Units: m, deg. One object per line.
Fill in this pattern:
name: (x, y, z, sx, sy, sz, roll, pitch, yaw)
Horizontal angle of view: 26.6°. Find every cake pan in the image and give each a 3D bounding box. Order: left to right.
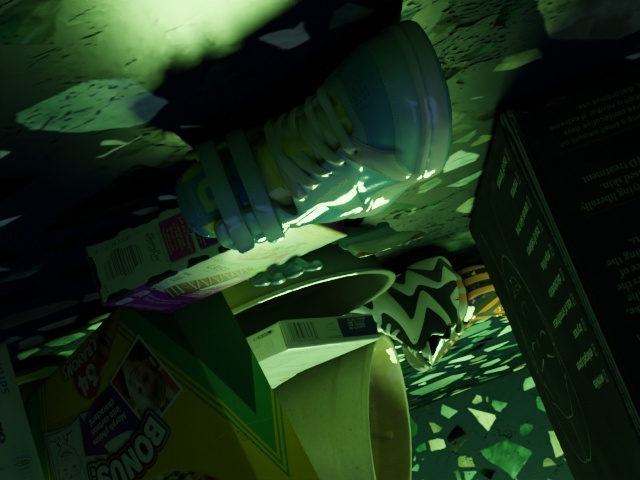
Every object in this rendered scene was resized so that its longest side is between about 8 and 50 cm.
cake pan: (-0.044, 0.076, 1.831, 0.293, 0.054, 0.293, -18, 165, -5)

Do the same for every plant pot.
plant pot: (-0.025, 0.339, 2.343, 0.305, 0.334, 0.334, -6, 169, 14)

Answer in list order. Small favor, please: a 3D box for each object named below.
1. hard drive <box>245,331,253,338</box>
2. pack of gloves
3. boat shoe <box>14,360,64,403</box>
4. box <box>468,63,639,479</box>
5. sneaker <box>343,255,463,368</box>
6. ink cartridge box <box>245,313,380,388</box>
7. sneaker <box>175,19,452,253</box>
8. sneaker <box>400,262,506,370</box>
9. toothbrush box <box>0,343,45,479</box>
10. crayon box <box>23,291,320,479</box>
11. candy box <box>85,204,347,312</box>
hard drive: (-0.216, 0.269, 2.060, 0.233, 0.047, 0.353, -16, 142, -16)
pack of gloves: (0.000, 0.000, 1.597, 0.195, 0.046, 0.232, -20, -174, -9)
boat shoe: (-0.441, 0.248, 1.861, 0.257, 0.095, 0.095, -22, 166, 10)
box: (0.409, 0.084, 1.613, 0.297, 0.472, 0.480, -19, 166, -3)
sneaker: (0.109, 0.134, 2.048, 0.235, 0.153, 0.094, -21, 165, 5)
ink cartridge box: (-0.064, 0.166, 1.936, 0.224, 0.045, 0.223, -28, 164, 33)
sneaker: (-0.016, -0.074, 1.174, 0.208, 0.127, 0.319, -17, 165, -17)
sneaker: (0.245, 0.120, 2.234, 0.180, 0.125, 0.321, -13, 164, -20)
toothbrush box: (-0.498, 0.264, 1.625, 0.283, 0.206, 0.122, -10, 163, -29)
crayon box: (-0.205, 0.262, 1.666, 0.106, 0.313, 0.363, -3, 148, -49)
candy box: (-0.107, 0.001, 1.433, 0.233, 0.071, 0.159, -25, 167, 16)
